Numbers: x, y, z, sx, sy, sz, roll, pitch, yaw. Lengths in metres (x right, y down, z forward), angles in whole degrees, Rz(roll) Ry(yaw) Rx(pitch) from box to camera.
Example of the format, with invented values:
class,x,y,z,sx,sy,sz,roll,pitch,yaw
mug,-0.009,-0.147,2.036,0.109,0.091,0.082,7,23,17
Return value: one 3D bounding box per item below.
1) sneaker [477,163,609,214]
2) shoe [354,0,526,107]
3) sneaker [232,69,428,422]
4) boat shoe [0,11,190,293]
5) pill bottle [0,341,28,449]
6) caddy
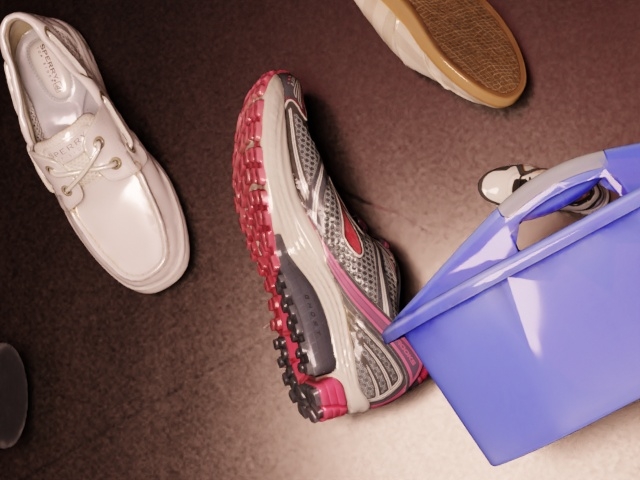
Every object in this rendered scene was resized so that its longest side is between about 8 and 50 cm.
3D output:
class,x,y,z,sx,sy,sz,roll,pitch,yaw
sneaker,0.182,-0.045,1.417,0.109,0.044,0.040,3,87,17
shoe,0.088,-0.190,1.456,0.076,0.058,0.219,-39,78,-24
sneaker,0.000,0.000,1.436,0.112,0.121,0.299,-12,79,-16
boat shoe,-0.210,-0.077,1.497,0.098,0.096,0.277,-33,77,9
pill bottle,-0.375,0.139,1.504,0.219,0.123,0.123,-4,83,15
caddy,0.213,0.026,1.298,0.341,0.241,0.179,-29,84,10
